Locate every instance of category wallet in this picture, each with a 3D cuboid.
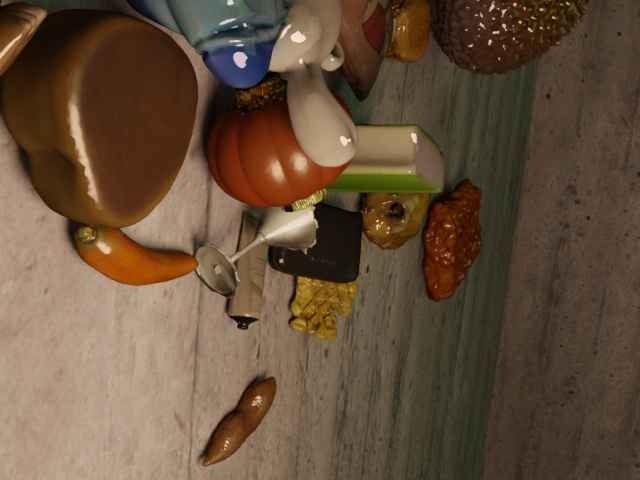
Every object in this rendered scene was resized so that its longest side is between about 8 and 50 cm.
[{"bbox_3d":[0.000,0.000,1.367,0.250,0.044,0.149,16,76,-50],"label":"wallet"}]

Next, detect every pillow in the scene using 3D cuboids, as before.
[{"bbox_3d":[0.078,-0.415,1.406,0.223,0.084,0.236,68,37,-48],"label":"pillow"}]

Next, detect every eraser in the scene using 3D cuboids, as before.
[{"bbox_3d":[0.054,-0.132,1.256,0.210,0.274,0.092,17,76,-67],"label":"eraser"}]

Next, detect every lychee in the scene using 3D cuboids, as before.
[{"bbox_3d":[0.423,-0.583,1.723,0.380,0.431,0.381,-14,90,-85],"label":"lychee"}]

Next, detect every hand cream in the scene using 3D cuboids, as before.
[{"bbox_3d":[-0.116,0.054,1.225,0.087,0.054,0.186,30,64,-60],"label":"hand cream"}]

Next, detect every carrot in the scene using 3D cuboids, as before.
[{"bbox_3d":[-0.232,0.029,0.966,0.062,0.066,0.271,-35,156,8],"label":"carrot"}]

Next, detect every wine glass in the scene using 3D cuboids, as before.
[{"bbox_3d":[-0.101,0.002,1.139,0.183,0.122,0.122,-37,132,-42],"label":"wine glass"}]

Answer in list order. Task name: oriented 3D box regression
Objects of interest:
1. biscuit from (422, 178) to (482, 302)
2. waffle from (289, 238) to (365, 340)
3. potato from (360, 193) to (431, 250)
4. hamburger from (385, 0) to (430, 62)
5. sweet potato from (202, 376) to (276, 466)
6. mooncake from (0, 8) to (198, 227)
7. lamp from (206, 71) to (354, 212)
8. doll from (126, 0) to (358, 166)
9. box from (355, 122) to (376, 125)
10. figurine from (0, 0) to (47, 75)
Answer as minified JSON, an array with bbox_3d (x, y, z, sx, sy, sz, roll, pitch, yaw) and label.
[{"bbox_3d":[0.391,-0.008,2.190,0.312,0.110,0.318,-45,138,-47],"label":"biscuit"},{"bbox_3d":[0.019,0.075,1.503,0.261,0.056,0.250,19,81,-60],"label":"waffle"},{"bbox_3d":[0.177,-0.099,1.670,0.300,0.140,0.173,-57,151,-46],"label":"potato"},{"bbox_3d":[0.187,-0.459,1.623,0.147,0.083,0.138,-47,144,-44],"label":"hamburger"},{"bbox_3d":[-0.136,0.314,1.276,0.218,0.051,0.065,-49,145,-46],"label":"sweet potato"},{"bbox_3d":[-0.234,-0.143,0.818,0.235,0.117,0.235,9,90,-68],"label":"mooncake"},{"bbox_3d":[-0.056,-0.142,1.074,0.223,0.223,0.197,-49,127,-47],"label":"lamp"},{"bbox_3d":[-0.099,-0.306,0.905,0.187,0.376,0.365,-43,139,19],"label":"doll"},{"bbox_3d":[0.055,-0.194,1.493,0.218,0.039,0.055,-30,127,-58],"label":"box"},{"bbox_3d":[-0.334,-0.158,0.562,0.173,0.247,0.177,37,32,-24],"label":"figurine"}]
